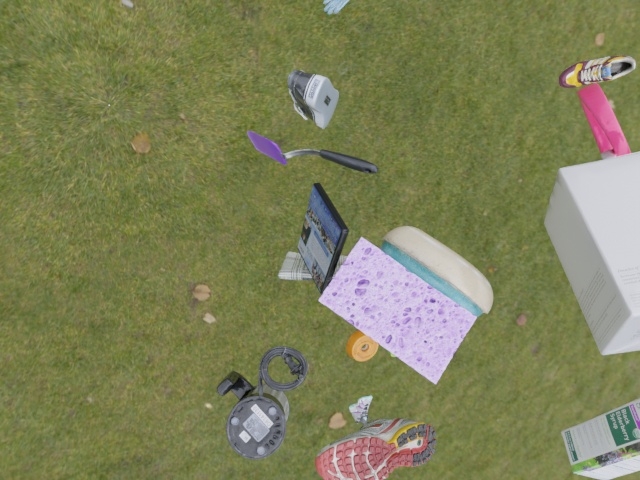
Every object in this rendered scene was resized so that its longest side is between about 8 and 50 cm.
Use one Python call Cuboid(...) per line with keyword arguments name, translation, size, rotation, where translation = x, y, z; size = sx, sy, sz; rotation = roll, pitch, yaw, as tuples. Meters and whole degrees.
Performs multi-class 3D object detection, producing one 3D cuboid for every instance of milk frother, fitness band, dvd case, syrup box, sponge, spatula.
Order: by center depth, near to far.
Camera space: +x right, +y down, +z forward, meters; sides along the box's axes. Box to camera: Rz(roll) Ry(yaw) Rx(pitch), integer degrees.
Cuboid(name="sponge", translation=(0.114, 0.102, 0.657), size=(0.210, 0.031, 0.117), rotation=(35, 85, 5))
Cuboid(name="milk frother", translation=(-0.075, 0.238, 0.681), size=(0.143, 0.135, 0.129), rotation=(-26, 82, -7))
Cuboid(name="spatula", translation=(-0.022, -0.174, 0.898), size=(0.084, 0.296, 0.030), rotation=(59, 48, -62))
Cuboid(name="syrup box", translation=(0.637, 0.415, 0.919), size=(0.096, 0.093, 0.237), rotation=(19, 135, -13))
Cuboid(name="fitness band", translation=(0.666, -0.238, 1.030), size=(0.291, 0.054, 0.209), rotation=(29, 47, -45))
Cuboid(name="dvd case", translation=(0.000, 0.000, 1.170), size=(0.022, 0.180, 0.253), rotation=(-10, 141, -25))

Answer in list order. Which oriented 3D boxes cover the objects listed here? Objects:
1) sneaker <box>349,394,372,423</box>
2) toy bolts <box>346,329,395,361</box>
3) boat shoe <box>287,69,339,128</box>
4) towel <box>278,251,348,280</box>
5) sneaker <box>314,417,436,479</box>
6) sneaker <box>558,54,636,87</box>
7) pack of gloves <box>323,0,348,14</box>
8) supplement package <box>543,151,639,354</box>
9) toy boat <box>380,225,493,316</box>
Cuboid(name="sneaker", translation=(0.120, 0.464, 1.193), size=(0.038, 0.069, 0.098), rotation=(0, 141, -31))
Cuboid(name="toy bolts", translation=(0.151, 0.232, 1.351), size=(0.218, 0.158, 0.229), rotation=(-12, 113, -21))
Cuboid(name="boat shoe", translation=(-0.025, -0.390, 1.218), size=(0.105, 0.306, 0.113), rotation=(27, 101, 7))
Cuboid(name="towel", translation=(0.001, 0.100, 1.823), size=(0.312, 0.324, 0.056), rotation=(2, 101, 4))
Cuboid(name="sneaker", translation=(0.091, 0.369, 0.775), size=(0.225, 0.092, 0.088), rotation=(0, 85, -27))
Cuboid(name="sneaker", translation=(0.777, -0.477, 1.245), size=(0.185, 0.084, 0.070), rotation=(-13, 111, 23))
Cuboid(name="pack of gloves", translation=(0.088, -0.766, 1.284), size=(0.232, 0.195, 0.046), rotation=(-35, 147, 21))
Cuboid(name="supplement package", translation=(0.535, 0.018, 0.760), size=(0.175, 0.293, 0.177), rotation=(-11, 145, 10))
Cuboid(name="toy boat", translation=(0.252, 0.097, 1.009), size=(0.148, 0.267, 0.318), rotation=(-54, 160, -1))
